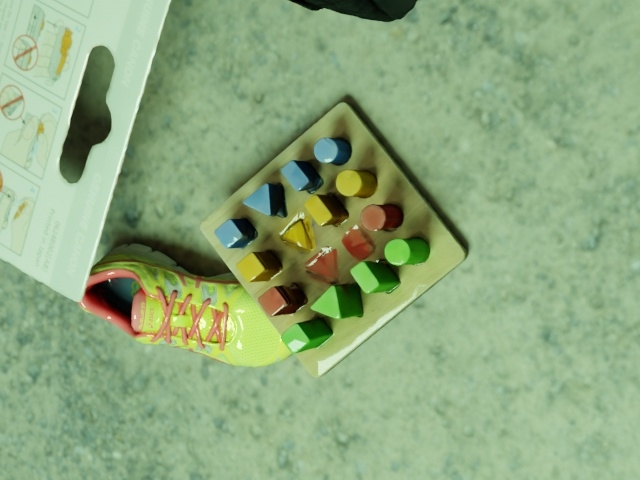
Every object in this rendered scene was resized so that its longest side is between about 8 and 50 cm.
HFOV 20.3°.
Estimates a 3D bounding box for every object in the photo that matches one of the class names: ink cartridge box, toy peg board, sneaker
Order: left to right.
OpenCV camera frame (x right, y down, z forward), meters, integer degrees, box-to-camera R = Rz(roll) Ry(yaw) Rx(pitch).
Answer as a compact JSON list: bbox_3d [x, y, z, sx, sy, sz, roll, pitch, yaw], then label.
[{"bbox_3d":[-0.276,-0.170,1.523,0.385,0.091,0.308,30,113,27],"label":"ink cartridge box"},{"bbox_3d":[-0.116,0.063,1.501,0.208,0.094,0.081,13,105,25],"label":"sneaker"},{"bbox_3d":[0.000,0.000,1.407,0.161,0.079,0.161,-40,80,13],"label":"toy peg board"}]

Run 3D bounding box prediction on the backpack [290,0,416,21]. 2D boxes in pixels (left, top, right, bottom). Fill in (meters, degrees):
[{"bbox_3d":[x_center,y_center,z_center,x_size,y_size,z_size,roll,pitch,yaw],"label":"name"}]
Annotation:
[{"bbox_3d":[-0.075,-0.296,1.250,0.290,0.355,0.273,36,115,19],"label":"backpack"}]
